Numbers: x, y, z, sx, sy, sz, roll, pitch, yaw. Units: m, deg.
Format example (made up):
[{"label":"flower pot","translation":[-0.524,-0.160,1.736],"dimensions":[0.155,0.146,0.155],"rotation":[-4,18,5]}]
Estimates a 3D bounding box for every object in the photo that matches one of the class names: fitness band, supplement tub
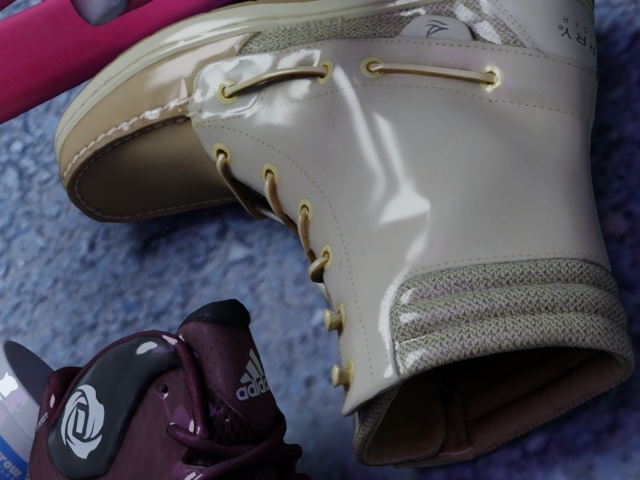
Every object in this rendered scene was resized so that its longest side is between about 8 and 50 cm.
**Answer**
[{"label":"fitness band","translation":[-0.092,-0.107,0.781],"dimensions":[0.209,0.291,0.054],"rotation":[-29,92,51]},{"label":"supplement tub","translation":[-0.158,0.104,0.808],"dimensions":[0.107,0.071,0.071],"rotation":[-42,51,5]}]

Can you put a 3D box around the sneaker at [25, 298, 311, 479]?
[{"label":"sneaker","translation":[-0.017,0.108,0.667],"dimensions":[0.281,0.106,0.163],"rotation":[11,97,34]}]

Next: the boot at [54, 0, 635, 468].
[{"label":"boot","translation":[0.000,0.000,0.762],"dimensions":[0.262,0.095,0.203],"rotation":[-15,60,20]}]
